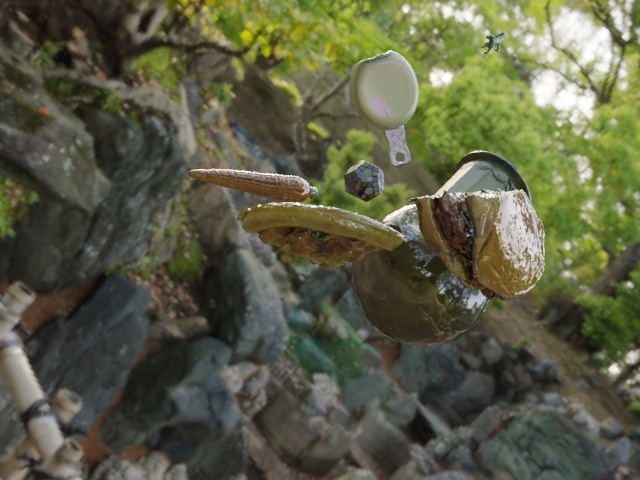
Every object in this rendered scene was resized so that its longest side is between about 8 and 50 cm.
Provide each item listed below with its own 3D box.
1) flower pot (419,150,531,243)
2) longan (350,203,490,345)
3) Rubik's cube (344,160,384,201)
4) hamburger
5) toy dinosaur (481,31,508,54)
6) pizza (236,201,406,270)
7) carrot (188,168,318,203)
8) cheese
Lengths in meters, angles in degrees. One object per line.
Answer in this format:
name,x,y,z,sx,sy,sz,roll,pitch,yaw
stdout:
flower pot,0.336,-0.062,1.971,0.212,0.202,0.212,29,-39,28
longan,0.268,0.093,2.312,0.336,0.404,0.404,49,0,-44
Rubik's cube,0.113,-0.153,2.253,0.111,0.111,0.093,39,22,-38
hamburger,0.268,-0.001,1.425,0.282,0.155,0.245,-37,115,-57
toy dinosaur,0.438,-0.494,2.157,0.119,0.060,0.029,-22,70,-40
pizza,0.000,0.000,1.500,0.292,0.058,0.197,9,-25,7
carrot,-0.151,-0.128,2.012,0.336,0.069,0.069,6,25,-29
cheese,0.136,-0.257,1.734,0.064,0.137,0.227,-142,-144,-78
